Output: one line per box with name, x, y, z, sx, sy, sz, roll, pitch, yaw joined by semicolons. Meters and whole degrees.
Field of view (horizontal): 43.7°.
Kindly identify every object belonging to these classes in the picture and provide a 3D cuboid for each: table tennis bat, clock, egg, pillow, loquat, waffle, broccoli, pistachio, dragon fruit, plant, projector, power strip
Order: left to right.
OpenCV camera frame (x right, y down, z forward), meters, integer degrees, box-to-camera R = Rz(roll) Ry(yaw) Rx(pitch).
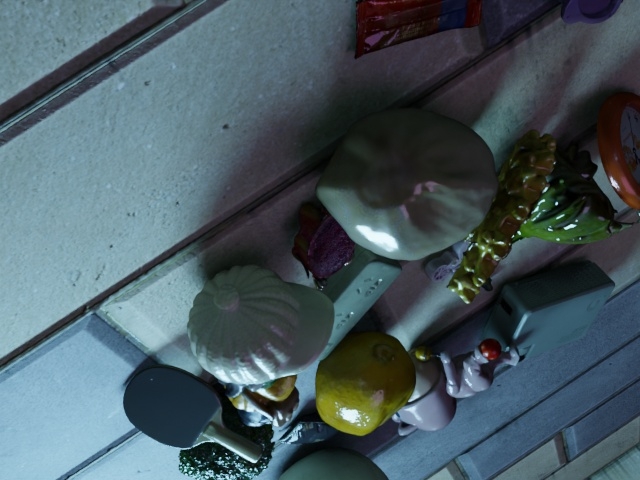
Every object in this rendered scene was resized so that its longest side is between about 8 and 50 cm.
table tennis bat;-0.203;0.291;1.295;0.246;0.022;0.138;32;108;-11
broccoli;-0.166;0.348;1.407;0.195;0.156;0.195;-2;93;-26
pillow;-0.007;0.385;1.640;0.150;0.048;0.090;1;128;-41
dragon fruit;0.002;-0.005;1.210;0.112;0.068;0.126;-36;133;-26
power strip;0.018;0.126;1.371;0.093;0.053;0.288;17;119;-47
egg;0.023;0.549;1.706;0.337;0.201;0.337;-2;172;0
loquat;0.076;0.261;1.461;0.187;0.176;0.234;-15;151;-24
pistachio;0.132;-0.079;1.123;0.226;0.208;0.332;-6;-178;40
clock;0.250;0.031;1.453;0.129;0.041;0.087;-41;140;0
waffle;0.283;-0.057;1.245;0.260;0.069;0.293;-62;178;23
plant;0.389;-0.007;1.423;0.251;0.180;0.333;29;115;-39
projector;0.482;0.153;1.716;0.256;0.099;0.192;-14;137;-26
clock;0.374;-0.374;1.094;0.110;0.050;0.153;-17;139;-22
clock;0.533;-0.153;1.360;0.205;0.205;0.051;4;168;-40

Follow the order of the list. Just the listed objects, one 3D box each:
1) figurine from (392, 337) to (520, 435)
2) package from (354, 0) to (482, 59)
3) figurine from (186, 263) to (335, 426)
figurine;0.254;0.271;1.624;0.287;0.176;0.186;-31;103;23
package;0.130;-0.291;1.023;0.200;0.022;0.083;-20;141;-20
figurine;-0.114;0.178;1.233;0.204;0.185;0.332;-5;143;-24
